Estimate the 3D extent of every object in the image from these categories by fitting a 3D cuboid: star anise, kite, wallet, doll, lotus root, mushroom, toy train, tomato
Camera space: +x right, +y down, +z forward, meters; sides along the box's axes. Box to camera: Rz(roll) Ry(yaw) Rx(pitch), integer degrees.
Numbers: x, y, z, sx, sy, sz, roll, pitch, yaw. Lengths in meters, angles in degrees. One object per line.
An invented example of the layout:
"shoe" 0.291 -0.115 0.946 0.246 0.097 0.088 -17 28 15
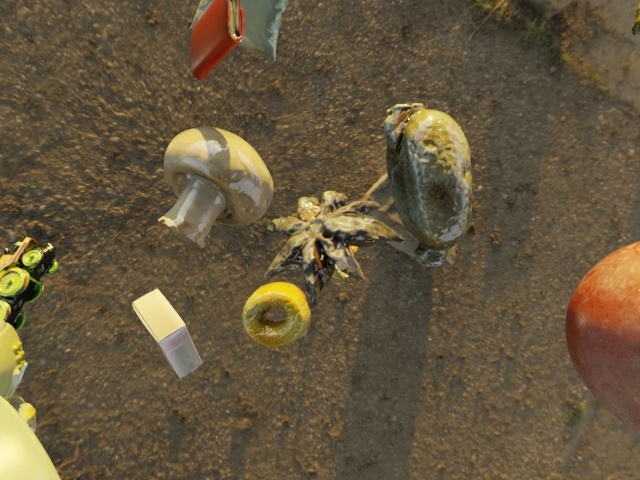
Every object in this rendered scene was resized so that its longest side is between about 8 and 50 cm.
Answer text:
"star anise" 0.000 0.000 0.556 0.180 0.205 0.061 -54 139 -9
"kite" -0.313 -0.307 0.760 0.078 0.044 0.002 26 87 -9
"wallet" -0.242 -0.478 0.948 0.045 0.205 0.142 2 83 -39
"doll" -0.493 0.218 0.614 0.117 0.141 0.295 -23 108 -20
"lotus root" 0.234 -0.115 0.856 0.175 0.175 0.348 -16 100 -14
"mushroom" -0.276 -0.125 1.041 0.298 0.298 0.289 32 62 -17
"toy train" -0.883 0.128 1.165 0.161 0.100 0.295 13 63 9
"tomato" 0.447 0.125 0.486 0.271 0.227 0.269 7 112 18

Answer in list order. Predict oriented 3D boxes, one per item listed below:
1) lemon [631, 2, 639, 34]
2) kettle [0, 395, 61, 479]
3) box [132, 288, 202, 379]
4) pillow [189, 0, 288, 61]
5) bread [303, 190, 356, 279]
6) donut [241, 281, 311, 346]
"lemon" 0.288 -0.151 0.202 0.207 0.173 0.173 -18 102 14
"kettle" -0.316 0.281 0.196 0.320 0.342 0.246 25 111 25
"box" -0.522 0.324 1.402 0.106 0.203 0.251 -32 141 -26
"pillow" -0.256 -0.807 1.386 0.311 0.119 0.312 19 101 -5
"bread" 0.053 -0.020 1.524 0.199 0.236 0.263 12 55 7
"donut" -0.116 0.190 1.021 0.179 0.065 0.162 -24 89 10
